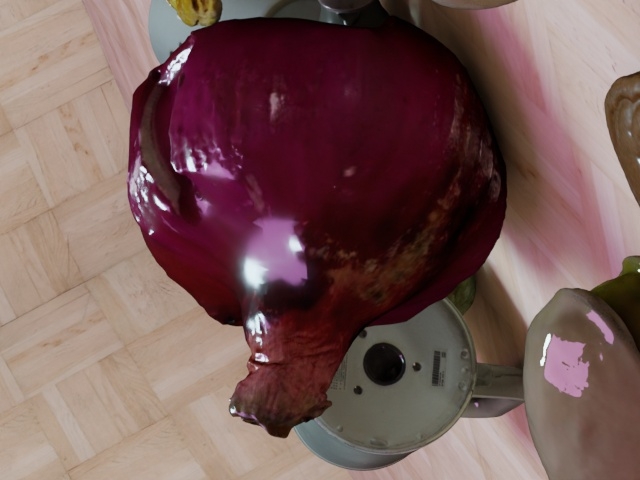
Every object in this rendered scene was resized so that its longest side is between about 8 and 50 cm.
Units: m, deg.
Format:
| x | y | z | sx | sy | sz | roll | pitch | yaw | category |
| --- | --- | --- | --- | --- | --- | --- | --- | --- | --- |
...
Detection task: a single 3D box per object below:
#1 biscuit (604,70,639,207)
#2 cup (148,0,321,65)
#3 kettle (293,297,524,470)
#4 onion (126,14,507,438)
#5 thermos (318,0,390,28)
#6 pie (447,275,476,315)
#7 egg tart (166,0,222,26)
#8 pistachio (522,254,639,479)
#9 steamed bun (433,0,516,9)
| x | y | z | sx | sy | sz | roll | pitch | yaw | category |
| --- | --- | --- | --- | --- | --- | --- | --- | --- | --- |
| 0.301 | -0.008 | 1.486 | 0.257 | 0.049 | 0.273 | 66 | 170 | -27 | biscuit |
| -0.050 | -0.215 | 2.330 | 0.258 | 0.186 | 0.234 | 51 | 168 | -31 | cup |
| 0.089 | 0.155 | 2.360 | 0.205 | 0.265 | 0.318 | 63 | 170 | 10 | kettle |
| 0.000 | 0.000 | 1.937 | 0.398 | 0.398 | 0.420 | 77 | -172 | -56 | onion |
| 0.039 | -0.210 | 2.115 | 0.193 | 0.105 | 0.137 | 77 | -167 | -46 | thermos |
| 0.077 | -0.001 | 2.378 | 0.277 | 0.078 | 0.277 | 43 | 169 | 10 | pie |
| -0.146 | -0.345 | 1.922 | 0.295 | 0.116 | 0.295 | 55 | 169 | 16 | egg tart |
| 0.267 | 0.143 | 1.713 | 0.197 | 0.166 | 0.288 | 46 | 162 | 38 | pistachio |
| 0.054 | -0.313 | 1.282 | 0.367 | 0.255 | 0.342 | 50 | 161 | 44 | steamed bun |
